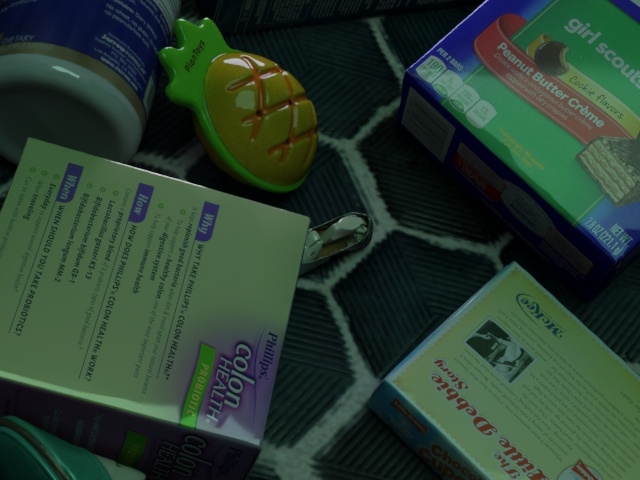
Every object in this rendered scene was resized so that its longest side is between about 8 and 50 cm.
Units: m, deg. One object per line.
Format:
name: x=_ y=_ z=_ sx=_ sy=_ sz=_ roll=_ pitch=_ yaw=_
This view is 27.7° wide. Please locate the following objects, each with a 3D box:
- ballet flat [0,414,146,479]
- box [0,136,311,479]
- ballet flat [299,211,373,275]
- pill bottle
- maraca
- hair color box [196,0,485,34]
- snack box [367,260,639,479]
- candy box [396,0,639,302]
ballet flat: x=-0.150 y=0.223 z=0.969 sx=0.087 sy=0.083 sz=0.247 roll=-27 pitch=72 yaw=-44
box: x=-0.152 y=0.063 z=1.038 sx=0.243 sy=0.117 sz=0.213 roll=15 pitch=56 yaw=-6
ballet flat: x=0.000 y=0.000 z=1.169 sx=0.114 sy=0.041 sz=0.041 roll=-22 pitch=68 yaw=-27
pill bottle: x=-0.208 y=-0.198 z=1.161 sx=0.153 sy=0.153 sz=0.264 roll=16 pitch=55 yaw=-7
maraca: x=-0.072 y=-0.121 z=1.166 sx=0.186 sy=0.099 sz=0.127 roll=44 pitch=41 yaw=-26
hair color box: x=0.030 y=-0.327 z=1.341 sx=0.347 sy=0.105 sz=0.174 roll=-11 pitch=64 yaw=-23
snack box: x=0.218 y=0.186 z=1.106 sx=0.322 sy=0.060 sz=0.187 roll=44 pitch=57 yaw=12
candy box: x=0.278 y=-0.148 z=1.252 sx=0.317 sy=0.122 sz=0.268 roll=-42 pitch=77 yaw=-17
